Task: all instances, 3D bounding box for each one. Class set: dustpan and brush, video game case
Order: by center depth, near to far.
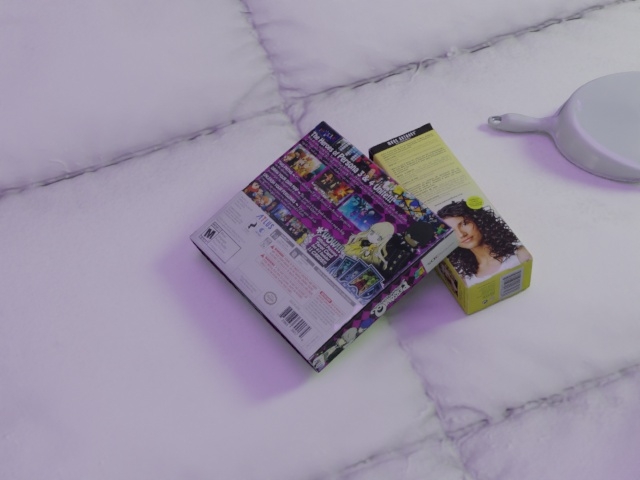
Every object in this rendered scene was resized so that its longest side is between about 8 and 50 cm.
[{"bbox_3d":[0.000,0.000,1.325,0.210,0.042,0.232,-42,55,-8],"label":"video game case"},{"bbox_3d":[0.309,-0.141,1.441,0.211,0.060,0.147,9,66,4],"label":"dustpan and brush"}]

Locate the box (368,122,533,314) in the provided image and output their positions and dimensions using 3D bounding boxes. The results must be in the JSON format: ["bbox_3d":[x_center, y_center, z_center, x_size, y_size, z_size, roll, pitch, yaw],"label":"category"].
[{"bbox_3d":[0.144,-0.029,1.359,0.087,0.058,0.232,-24,53,-13],"label":"box"}]
